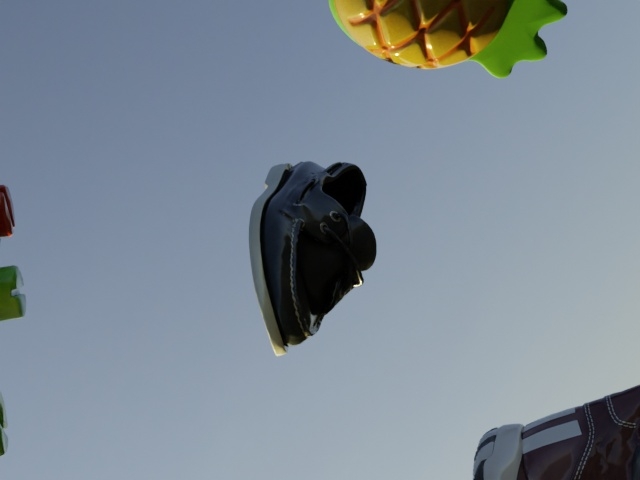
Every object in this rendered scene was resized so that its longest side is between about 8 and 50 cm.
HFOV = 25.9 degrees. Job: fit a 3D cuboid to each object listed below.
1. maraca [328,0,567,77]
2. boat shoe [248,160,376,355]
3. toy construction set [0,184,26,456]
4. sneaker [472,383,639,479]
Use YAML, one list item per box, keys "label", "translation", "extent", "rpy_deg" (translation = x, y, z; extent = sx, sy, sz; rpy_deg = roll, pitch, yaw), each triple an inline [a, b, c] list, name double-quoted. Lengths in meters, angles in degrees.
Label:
- label: "maraca"
  translation: [0.098, -0.185, 1.085]
  extent: [0.127, 0.185, 0.099]
  rpy_deg: [112, 167, -45]
- label: "boat shoe"
  translation: [0.001, 0.004, 1.388]
  extent: [0.340, 0.113, 0.127]
  rpy_deg: [-78, -24, -71]
- label: "toy construction set"
  translation: [-0.211, 0.053, 0.669]
  extent: [0.151, 0.215, 0.328]
  rpy_deg: [-4, -18, -18]
- label: "sneaker"
  translation: [0.220, 0.209, 0.818]
  extent: [0.162, 0.281, 0.106]
  rpy_deg: [-28, 10, 15]
